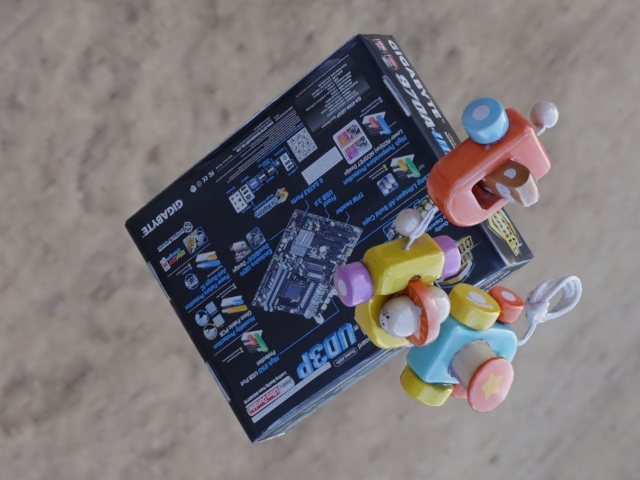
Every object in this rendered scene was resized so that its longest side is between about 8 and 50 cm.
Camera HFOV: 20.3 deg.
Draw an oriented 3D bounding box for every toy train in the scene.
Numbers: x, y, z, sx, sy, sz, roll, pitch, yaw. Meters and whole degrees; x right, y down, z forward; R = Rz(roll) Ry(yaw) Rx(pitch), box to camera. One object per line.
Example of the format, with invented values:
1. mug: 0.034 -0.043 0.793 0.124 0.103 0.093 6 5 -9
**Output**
1. toy train: 0.077 0.018 0.809 0.125 0.046 0.166 -35 139 -5

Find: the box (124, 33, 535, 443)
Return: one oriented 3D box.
1. box: 0.000 0.000 1.147 0.220 0.175 0.051 -38 167 24
